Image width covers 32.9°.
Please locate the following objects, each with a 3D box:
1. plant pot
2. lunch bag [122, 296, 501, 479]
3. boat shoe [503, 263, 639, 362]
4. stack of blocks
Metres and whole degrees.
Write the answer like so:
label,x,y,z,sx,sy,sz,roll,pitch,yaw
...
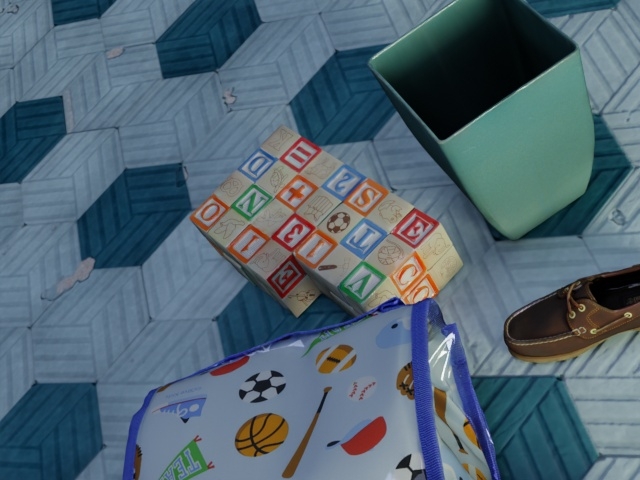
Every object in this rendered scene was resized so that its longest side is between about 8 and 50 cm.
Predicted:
label,x,y,z,sx,sy,sz,roll,pitch,yaw
plant pot,0.192,-0.120,1.174,0.166,0.234,0.165,-34,46,0
lunch bag,0.001,0.263,0.985,0.328,0.239,0.385,-21,55,15
boat shoe,0.280,0.064,1.096,0.207,0.073,0.073,-20,50,16
stack of blocks,0.000,0.000,1.286,0.171,0.087,0.297,-46,48,-10
